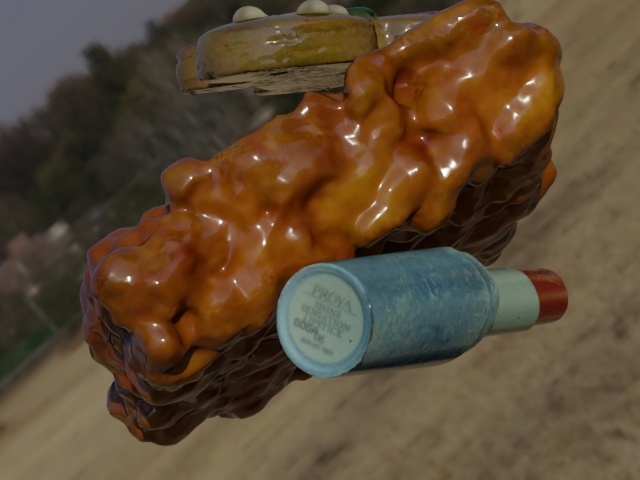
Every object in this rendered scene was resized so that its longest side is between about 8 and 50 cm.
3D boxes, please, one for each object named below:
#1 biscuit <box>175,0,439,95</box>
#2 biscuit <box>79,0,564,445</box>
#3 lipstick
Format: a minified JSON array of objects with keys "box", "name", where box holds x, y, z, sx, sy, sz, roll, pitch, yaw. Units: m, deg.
[{"box":[0.004,-0.126,1.130,0.197,0.049,0.301,-8,2,17],"name":"biscuit"},{"box":[0.000,0.000,1.057,0.312,0.110,0.318,-32,-12,-15],"name":"biscuit"},{"box":[0.073,0.037,0.979,0.068,0.061,0.274,-50,-23,23],"name":"lipstick"}]
